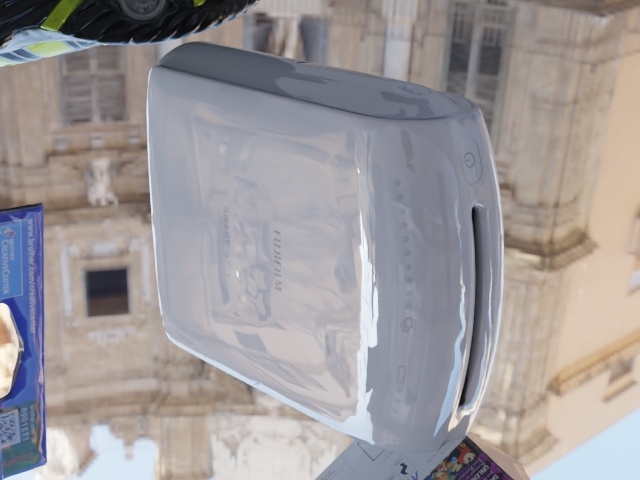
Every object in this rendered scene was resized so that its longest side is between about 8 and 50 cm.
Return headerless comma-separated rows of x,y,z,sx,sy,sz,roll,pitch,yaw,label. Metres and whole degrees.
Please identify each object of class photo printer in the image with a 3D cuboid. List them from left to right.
0.000,0.000,0.836,0.107,0.256,0.308,-17,-154,-39,photo printer

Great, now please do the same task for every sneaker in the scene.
-0.223,-0.216,0.918,0.385,0.145,0.147,-14,-163,-18,sneaker

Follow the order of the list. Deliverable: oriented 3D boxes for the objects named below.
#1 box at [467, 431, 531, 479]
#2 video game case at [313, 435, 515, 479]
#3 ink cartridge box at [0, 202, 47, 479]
0.162,0.295,1.685,0.322,0.058,0.232,32,-177,1,box
0.050,0.247,0.852,0.232,0.042,0.210,-45,-140,-5,video game case
-0.258,0.102,0.541,0.311,0.185,0.065,-18,-145,-39,ink cartridge box
